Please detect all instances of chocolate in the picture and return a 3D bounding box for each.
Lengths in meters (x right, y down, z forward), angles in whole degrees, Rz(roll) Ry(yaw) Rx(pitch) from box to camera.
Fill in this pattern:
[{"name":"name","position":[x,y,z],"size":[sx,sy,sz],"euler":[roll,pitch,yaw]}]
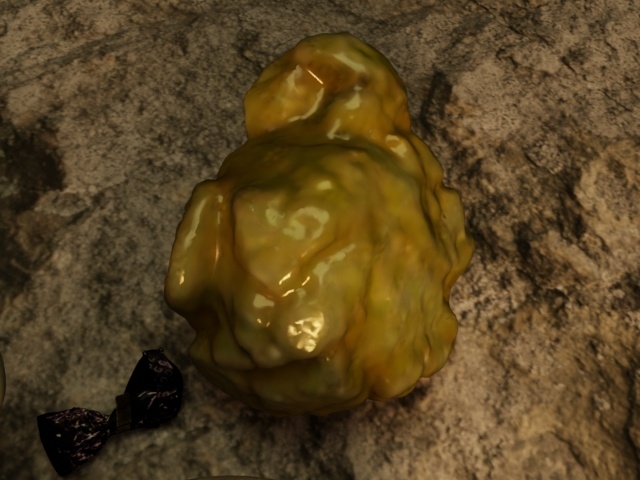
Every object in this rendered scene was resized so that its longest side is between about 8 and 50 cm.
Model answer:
[{"name":"chocolate","position":[-0.190,0.160,0.816],"size":[0.147,0.070,0.072],"euler":[-31,89,-30]}]

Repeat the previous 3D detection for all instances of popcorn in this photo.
[{"name":"popcorn","position":[0.013,0.003,0.838],"size":[0.294,0.292,0.334],"euler":[14,54,-4]}]

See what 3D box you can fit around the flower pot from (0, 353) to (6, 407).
[{"name":"flower pot","position":[-0.382,0.131,0.695],"size":[0.246,0.246,0.195],"euler":[-13,52,-20]}]

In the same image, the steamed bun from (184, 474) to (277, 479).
[{"name":"steamed bun","position":[-0.074,0.317,0.563],"size":[0.324,0.206,0.324],"euler":[16,67,-41]}]
